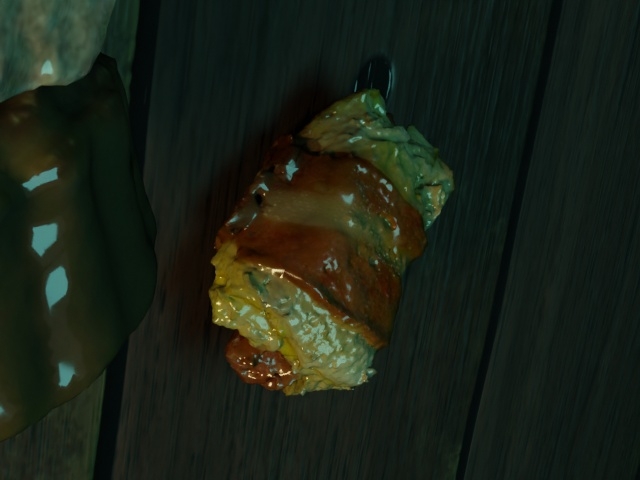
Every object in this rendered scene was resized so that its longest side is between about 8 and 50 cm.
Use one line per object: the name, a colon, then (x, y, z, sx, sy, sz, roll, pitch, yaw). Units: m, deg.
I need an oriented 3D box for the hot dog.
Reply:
hot dog: (0.000, 0.000, 0.903, 0.146, 0.103, 0.213, 50, 54, -32)

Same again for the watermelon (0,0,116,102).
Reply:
watermelon: (-0.183, -0.122, 0.371, 0.302, 0.264, 0.151, 9, 108, -50)

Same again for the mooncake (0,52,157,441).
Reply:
mooncake: (-0.174, -0.008, 0.517, 0.228, 0.228, 0.124, -31, 124, -45)
